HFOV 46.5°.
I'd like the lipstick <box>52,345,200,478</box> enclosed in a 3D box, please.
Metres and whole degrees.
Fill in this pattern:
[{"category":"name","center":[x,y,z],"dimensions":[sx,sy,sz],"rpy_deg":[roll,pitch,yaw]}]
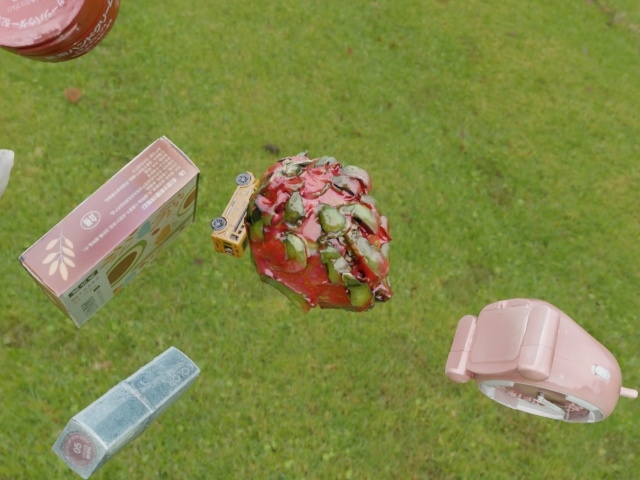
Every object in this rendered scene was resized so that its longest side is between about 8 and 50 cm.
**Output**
[{"category":"lipstick","center":[-0.282,0.251,1.139],"dimensions":[0.077,0.076,0.289],"rpy_deg":[38,22,6]}]

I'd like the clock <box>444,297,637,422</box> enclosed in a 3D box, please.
[{"category":"clock","center":[0.359,0.195,1.171],"dimensions":[0.241,0.227,0.142],"rpy_deg":[30,67,-19]}]

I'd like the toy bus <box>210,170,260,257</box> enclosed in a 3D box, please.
[{"category":"toy bus","center":[-0.177,-0.060,1.703],"dimensions":[0.088,0.083,0.195],"rpy_deg":[19,62,13]}]

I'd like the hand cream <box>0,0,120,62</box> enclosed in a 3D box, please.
[{"category":"hand cream","center":[-0.348,-0.318,0.906],"dimensions":[0.193,0.193,0.125],"rpy_deg":[12,6,2]}]

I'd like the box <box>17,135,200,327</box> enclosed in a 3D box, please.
[{"category":"box","center":[-0.446,-0.009,1.645],"dimensions":[0.122,0.344,0.385],"rpy_deg":[43,71,3]}]

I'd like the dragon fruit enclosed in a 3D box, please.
[{"category":"dragon fruit","center":[0.008,-0.004,1.252],"dimensions":[0.303,0.237,0.231],"rpy_deg":[55,38,-8]}]

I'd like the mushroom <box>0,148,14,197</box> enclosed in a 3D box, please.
[{"category":"mushroom","center":[-0.643,-0.063,1.342],"dimensions":[0.108,0.096,0.247],"rpy_deg":[24,71,1]}]
